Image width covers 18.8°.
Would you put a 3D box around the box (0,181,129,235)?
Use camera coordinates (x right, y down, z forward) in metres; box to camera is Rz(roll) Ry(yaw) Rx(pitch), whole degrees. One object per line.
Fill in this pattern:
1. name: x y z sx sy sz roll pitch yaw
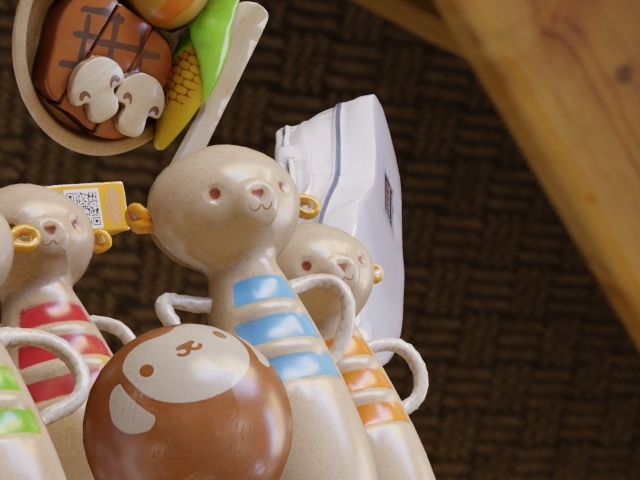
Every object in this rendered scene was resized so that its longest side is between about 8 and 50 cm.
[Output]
1. box: -0.170 -0.006 0.921 0.136 0.081 0.028 -3 83 -36

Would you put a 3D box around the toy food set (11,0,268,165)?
1. toy food set: -0.100 -0.107 0.990 0.192 0.038 0.132 30 81 -44

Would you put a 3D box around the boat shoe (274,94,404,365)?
1. boat shoe: 0.000 0.000 1.139 0.084 0.258 0.095 -13 114 11

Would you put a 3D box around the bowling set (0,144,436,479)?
1. bowling set: -0.059 0.027 0.578 0.287 0.200 0.154 -8 71 -30
